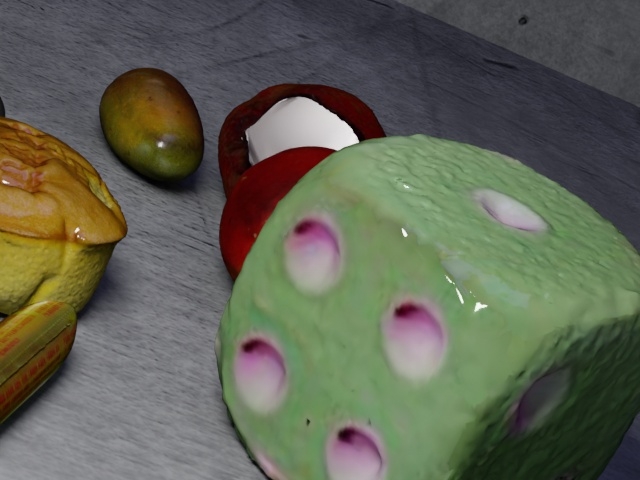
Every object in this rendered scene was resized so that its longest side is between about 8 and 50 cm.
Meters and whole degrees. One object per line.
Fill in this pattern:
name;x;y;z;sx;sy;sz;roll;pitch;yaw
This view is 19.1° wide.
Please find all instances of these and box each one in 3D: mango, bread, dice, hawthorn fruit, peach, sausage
mango;-0.213;-0.145;2.388;0.133;0.111;0.267;36;14;-22
bread;-0.327;-0.035;1.909;0.270;0.148;0.270;23;19;-8
dice;0.116;0.105;1.844;0.318;0.330;0.322;-5;37;-48
hawthorn fruit;-0.015;-0.108;2.408;0.215;0.215;0.249;31;23;14
peach;0.000;0.000;2.156;0.243;0.199;0.243;32;13;-8
sausage;-0.292;0.121;1.671;0.082;0.082;0.371;28;18;5

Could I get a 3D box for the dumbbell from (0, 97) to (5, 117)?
dumbbell;-0.413;-0.135;2.130;0.099;0.099;0.208;26;19;-1
